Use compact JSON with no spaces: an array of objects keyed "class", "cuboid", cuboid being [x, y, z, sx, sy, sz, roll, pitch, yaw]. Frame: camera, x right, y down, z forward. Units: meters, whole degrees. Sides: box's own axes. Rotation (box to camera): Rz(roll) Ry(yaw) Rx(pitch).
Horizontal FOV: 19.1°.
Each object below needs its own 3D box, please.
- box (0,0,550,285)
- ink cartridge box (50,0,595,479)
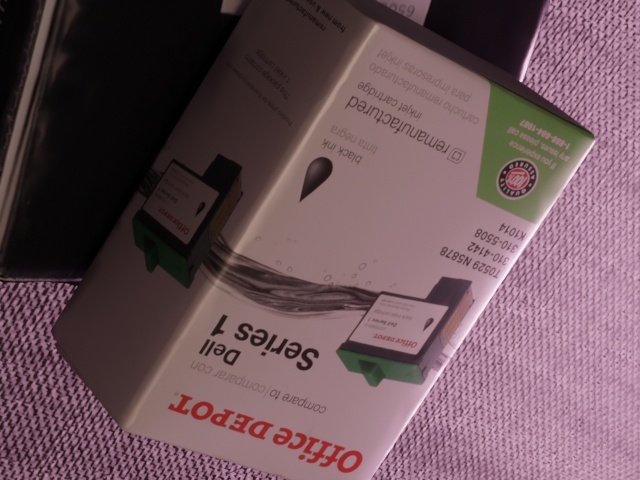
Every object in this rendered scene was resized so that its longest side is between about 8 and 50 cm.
[{"class":"box","cuboid":[-0.086,-0.293,1.039,0.297,0.472,0.480,1,118,-33]},{"class":"ink cartridge box","cuboid":[0.000,0.000,0.900,0.160,0.092,0.219,22,105,-40]}]
